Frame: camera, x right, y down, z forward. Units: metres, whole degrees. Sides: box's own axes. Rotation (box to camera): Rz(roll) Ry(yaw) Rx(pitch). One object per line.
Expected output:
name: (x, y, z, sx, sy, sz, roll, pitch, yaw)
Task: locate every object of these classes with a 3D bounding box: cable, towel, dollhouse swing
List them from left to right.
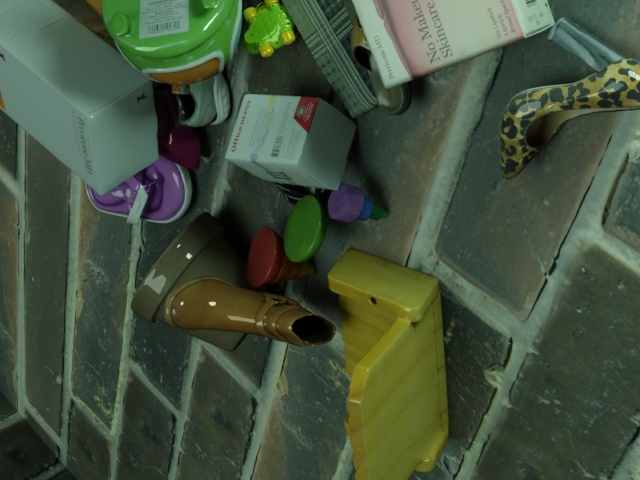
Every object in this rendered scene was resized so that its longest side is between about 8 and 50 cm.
cable: (-0.043, -0.140, 1.983, 0.150, 0.047, 0.184, -24, 93, 52)
dollhouse swing: (0.065, 0.257, 1.893, 0.315, 0.305, 0.347, 19, 126, 41)
towel: (0.067, -0.394, 1.709, 0.324, 0.056, 0.312, 59, 145, -1)

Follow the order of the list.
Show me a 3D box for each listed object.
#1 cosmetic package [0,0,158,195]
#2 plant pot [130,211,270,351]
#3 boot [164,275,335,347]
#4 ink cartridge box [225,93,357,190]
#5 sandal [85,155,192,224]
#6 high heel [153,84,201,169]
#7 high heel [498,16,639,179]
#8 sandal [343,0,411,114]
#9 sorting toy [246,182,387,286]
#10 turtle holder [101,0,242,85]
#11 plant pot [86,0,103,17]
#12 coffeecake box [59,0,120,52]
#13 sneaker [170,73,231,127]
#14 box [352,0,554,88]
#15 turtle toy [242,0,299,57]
cosmetic package: (-0.535, -0.322, 2.124, 0.453, 0.161, 0.230, 38, 148, 24)
plant pot: (-0.230, 0.107, 2.222, 0.229, 0.263, 0.263, 36, 139, 3)
boot: (-0.130, 0.150, 1.993, 0.220, 0.283, 0.109, 18, 94, 46)
ink cartridge box: (-0.053, -0.174, 1.857, 0.176, 0.127, 0.128, 10, 79, 39)
sandal: (-0.433, -0.104, 2.409, 0.416, 0.102, 0.169, -5, 108, 50)
high heel: (-0.404, -0.231, 2.283, 0.377, 0.127, 0.181, 4, 116, 49)
high heel: (0.353, -0.155, 1.474, 0.186, 0.093, 0.261, 44, 130, 31)
sandal: (0.081, -0.296, 1.660, 0.090, 0.060, 0.219, 7, 120, 48)
sorting toy: (0.000, 0.000, 1.981, 0.365, 0.126, 0.127, -34, 48, 49)
turtle holder: (-0.265, -0.417, 1.867, 0.320, 0.243, 0.227, 54, 175, 28)
plant pot: (-0.421, -0.544, 2.069, 0.205, 0.205, 0.188, -10, 119, 51)
coffeecake box: (-0.438, -0.441, 2.177, 0.185, 0.142, 0.068, 31, 134, 34)
sneaker: (-0.248, -0.346, 2.046, 0.100, 0.108, 0.272, 15, 121, 46)
box: (0.186, -0.327, 1.494, 0.232, 0.127, 0.149, -16, 100, 36)
turtle toy: (-0.091, -0.373, 1.870, 0.130, 0.066, 0.095, -25, 86, 31)
